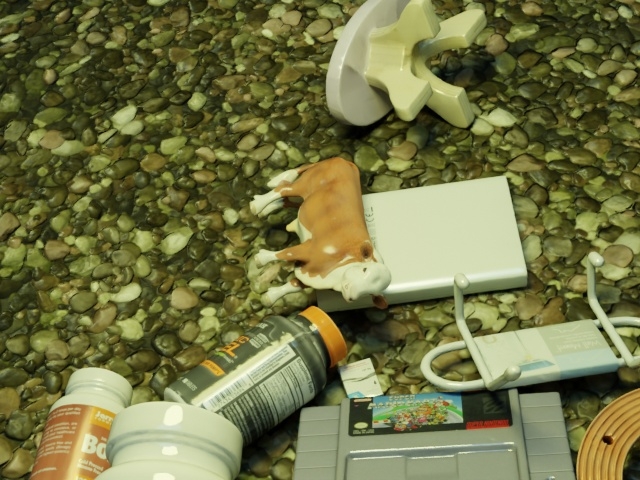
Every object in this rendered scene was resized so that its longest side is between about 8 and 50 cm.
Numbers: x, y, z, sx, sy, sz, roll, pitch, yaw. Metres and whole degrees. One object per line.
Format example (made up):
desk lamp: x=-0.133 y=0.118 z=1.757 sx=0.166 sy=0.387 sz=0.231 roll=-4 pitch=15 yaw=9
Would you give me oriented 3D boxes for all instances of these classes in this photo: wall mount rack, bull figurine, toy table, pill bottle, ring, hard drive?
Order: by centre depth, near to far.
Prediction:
pill bottle: x=-0.196 y=0.395 z=1.723 sx=0.210 sy=0.210 sz=0.363 roll=0 pitch=55 yaw=9
ring: x=0.483 y=0.323 z=1.786 sx=0.336 sy=0.032 sz=0.337 roll=4 pitch=48 yaw=-4
wall mount rack: x=0.314 y=0.132 z=1.901 sx=0.350 sy=0.130 sz=0.304 roll=-9 pitch=28 yaw=-6
pill bottle: x=-0.318 y=0.284 z=1.920 sx=0.121 sy=0.121 sz=0.216 roll=1 pitch=50 yaw=10
pill bottle: x=-0.082 y=0.190 z=1.961 sx=0.245 sy=0.130 sz=0.130 roll=-34 pitch=52 yaw=-21
bull figurine: x=0.000 y=0.000 z=2.077 sx=0.188 sy=0.101 sz=0.310 roll=-12 pitch=42 yaw=5
hard drive: x=0.142 y=0.004 z=2.148 sx=0.307 sy=0.040 sz=0.203 roll=-7 pitch=48 yaw=2
toy table: x=0.143 y=-0.292 z=2.291 sx=0.160 sy=0.252 sz=0.274 roll=10 pitch=62 yaw=37

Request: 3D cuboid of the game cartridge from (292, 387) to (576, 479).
game cartridge: x=0.143 y=0.276 z=1.847 sx=0.355 sy=0.068 sz=0.230 roll=-4 pitch=30 yaw=5

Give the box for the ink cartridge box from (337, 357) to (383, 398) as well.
ink cartridge box: x=0.055 y=0.197 z=2.000 sx=0.048 sy=0.028 sz=0.083 roll=-16 pitch=48 yaw=-6
